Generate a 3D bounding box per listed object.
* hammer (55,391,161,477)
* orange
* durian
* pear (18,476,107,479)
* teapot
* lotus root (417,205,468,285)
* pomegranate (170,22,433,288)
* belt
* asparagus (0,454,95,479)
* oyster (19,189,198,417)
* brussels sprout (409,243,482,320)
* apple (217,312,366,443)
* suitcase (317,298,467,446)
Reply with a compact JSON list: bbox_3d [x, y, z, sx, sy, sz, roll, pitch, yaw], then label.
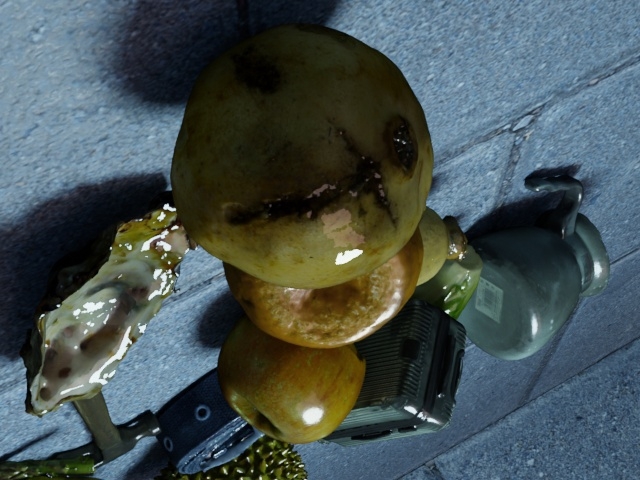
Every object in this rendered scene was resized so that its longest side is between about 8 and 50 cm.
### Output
[{"bbox_3d":[-0.327,0.239,1.663,0.168,0.044,0.440,-28,157,-15],"label":"hammer"},{"bbox_3d":[0.000,0.000,1.422,0.249,0.183,0.248,0,118,-1],"label":"orange"},{"bbox_3d":[-0.172,0.434,2.048,0.293,0.258,0.258,-37,158,21],"label":"durian"},{"bbox_3d":[-0.406,0.492,1.835,0.285,0.285,0.336,-24,119,-22],"label":"pear"},{"bbox_3d":[0.373,0.023,2.035,0.285,0.305,0.223,-27,-165,-33],"label":"teapot"},{"bbox_3d":[0.076,0.018,1.629,0.303,0.130,0.146,-18,177,-31],"label":"lotus root"},{"bbox_3d":[-0.014,-0.082,1.129,0.260,0.260,0.260,-28,158,-13],"label":"pomegranate"},{"bbox_3d":[-0.163,0.299,1.892,0.218,0.128,0.122,-36,159,7],"label":"belt"},{"bbox_3d":[-0.416,0.337,1.696,0.165,0.030,0.036,-4,159,-2],"label":"asparagus"},{"bbox_3d":[-0.262,0.080,1.352,0.221,0.096,0.361,-26,157,-32],"label":"oyster"},{"bbox_3d":[0.190,0.077,1.905,0.145,0.131,0.183,-32,163,-17],"label":"brussels sprout"},{"bbox_3d":[-0.040,0.181,1.711,0.207,0.237,0.237,-53,165,-21],"label":"apple"},{"bbox_3d":[0.085,0.218,1.844,0.128,0.202,0.312,31,149,-30],"label":"suitcase"}]
